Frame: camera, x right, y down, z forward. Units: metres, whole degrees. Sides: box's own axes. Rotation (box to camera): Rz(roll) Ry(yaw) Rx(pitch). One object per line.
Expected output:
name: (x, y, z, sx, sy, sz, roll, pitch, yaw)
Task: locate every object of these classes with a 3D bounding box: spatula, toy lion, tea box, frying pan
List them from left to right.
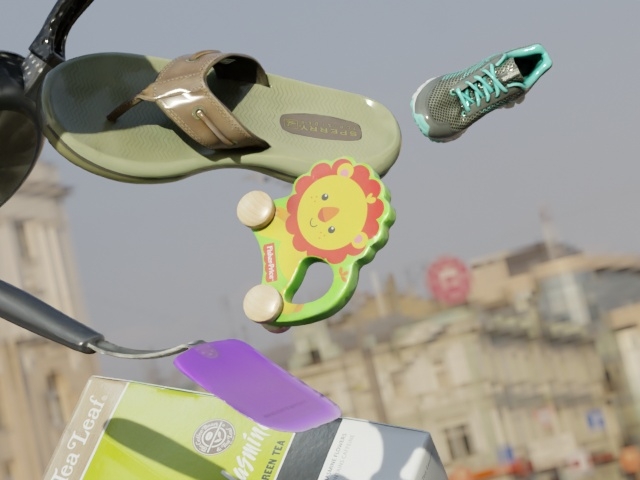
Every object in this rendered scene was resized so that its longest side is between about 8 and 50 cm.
frying pan: (-0.254, -0.110, 1.537, 0.326, 0.053, 0.197, -37, -26, -16)
spatula: (-0.127, 0.066, 1.183, 0.296, 0.030, 0.084, 15, 15, 27)
tea box: (-0.085, 0.321, 1.505, 0.324, 0.329, 0.220, 9, -34, 22)
toy lion: (0.000, 0.000, 1.111, 0.096, 0.100, 0.034, -12, -22, 18)

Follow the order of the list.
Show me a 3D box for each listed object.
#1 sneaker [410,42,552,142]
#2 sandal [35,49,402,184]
sneaker: (0.154, -0.147, 1.715, 0.166, 0.065, 0.076, -32, -2, -38)
sandal: (-0.076, -0.111, 1.453, 0.303, 0.120, 0.086, 2, -33, -17)
